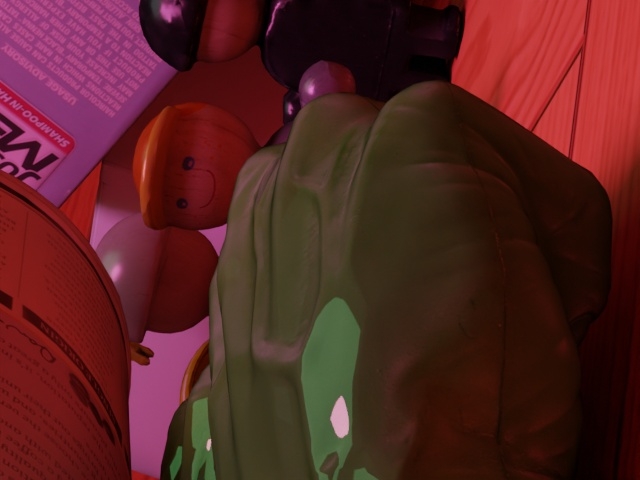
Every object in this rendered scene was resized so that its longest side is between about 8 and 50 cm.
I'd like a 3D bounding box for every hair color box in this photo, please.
[{"bbox_3d":[-0.068,-0.198,0.974,0.374,0.113,0.185,-46,17,14],"label":"hair color box"}]

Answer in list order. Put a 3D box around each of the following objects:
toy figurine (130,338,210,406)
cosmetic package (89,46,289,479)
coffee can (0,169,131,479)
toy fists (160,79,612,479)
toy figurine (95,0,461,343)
[{"bbox_3d":[-0.091,0.217,0.908,0.362,0.191,0.217,-83,1,-59],"label":"toy figurine"},{"bbox_3d":[-0.044,-0.075,1.195,0.284,0.097,0.377,104,-173,-51],"label":"cosmetic package"},{"bbox_3d":[-0.161,0.102,0.637,0.275,0.202,0.201,-106,27,-68],"label":"coffee can"},{"bbox_3d":[0.009,0.071,0.507,0.279,0.096,0.142,107,158,-55],"label":"toy fists"},{"bbox_3d":[-0.013,-0.059,0.788,0.209,0.148,0.213,113,168,-71],"label":"toy figurine"}]
